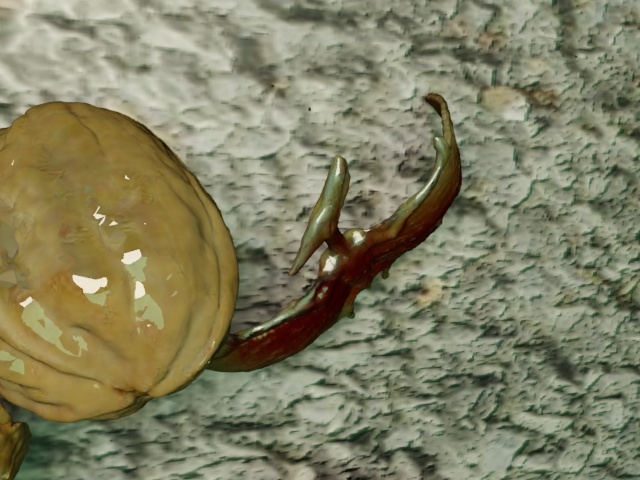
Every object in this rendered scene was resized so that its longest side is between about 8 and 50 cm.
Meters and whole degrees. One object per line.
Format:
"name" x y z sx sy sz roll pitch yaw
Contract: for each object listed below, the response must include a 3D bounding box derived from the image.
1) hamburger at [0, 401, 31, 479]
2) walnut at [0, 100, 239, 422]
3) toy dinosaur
"hamburger" -0.340 0.122 0.364 0.283 0.259 0.144 29 55 -3
"walnut" -0.165 0.011 0.413 0.198 0.198 0.245 -30 68 -10
"toy dinosaur" -0.001 0.007 0.520 0.207 0.113 0.327 7 122 -54
